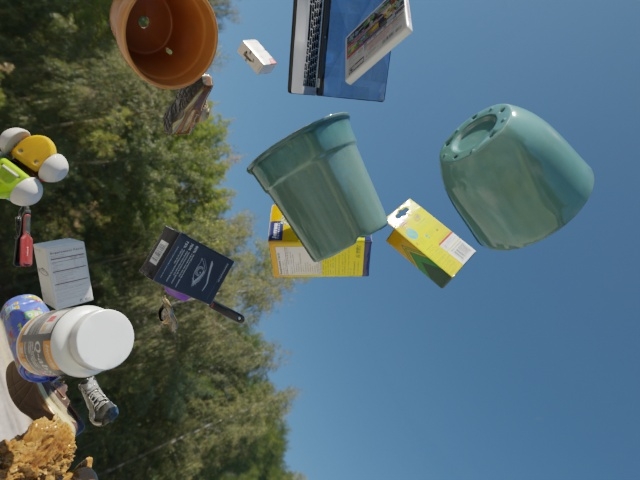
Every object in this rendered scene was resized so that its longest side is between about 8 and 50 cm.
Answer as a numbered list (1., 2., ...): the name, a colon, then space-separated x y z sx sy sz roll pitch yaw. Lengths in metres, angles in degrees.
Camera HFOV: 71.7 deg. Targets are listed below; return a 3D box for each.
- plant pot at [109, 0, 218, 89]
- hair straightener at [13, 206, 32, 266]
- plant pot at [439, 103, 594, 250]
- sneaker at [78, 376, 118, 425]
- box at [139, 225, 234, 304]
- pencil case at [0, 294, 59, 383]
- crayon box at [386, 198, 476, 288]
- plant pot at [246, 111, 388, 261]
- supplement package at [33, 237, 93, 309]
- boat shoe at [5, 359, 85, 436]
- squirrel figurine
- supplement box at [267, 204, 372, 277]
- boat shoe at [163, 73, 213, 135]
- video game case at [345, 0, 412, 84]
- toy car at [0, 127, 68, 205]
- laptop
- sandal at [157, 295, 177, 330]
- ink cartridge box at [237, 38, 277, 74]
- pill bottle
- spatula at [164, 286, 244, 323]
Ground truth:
1. plant pot: -0.479 -0.623 1.305 0.203 0.290 0.291 38 -44 33
2. hair straightener: -1.027 -0.023 1.508 0.089 0.047 0.231 -7 -93 28
3. plant pot: 0.415 -0.163 1.011 0.235 0.293 0.293 44 -25 -20
4. sneaker: -0.785 0.545 1.533 0.228 0.086 0.132 6 -61 48
5. box: -0.384 0.075 1.288 0.108 0.207 0.153 19 -103 46
6. pencil case: -0.851 0.287 1.320 0.306 0.133 0.119 36 -63 37
7. crayon box: 0.389 0.004 1.635 0.318 0.202 0.081 43 -40 15
8. plant pot: 0.012 -0.137 1.295 0.341 0.341 0.334 -26 -88 58
9. supplement package: -0.740 0.092 1.276 0.105 0.105 0.180 8 -74 42
10. boat shoe: -0.947 0.547 1.539 0.123 0.123 0.342 -43 -94 10
11. squirrel figurine: -0.877 0.764 1.373 0.281 0.370 0.397 26 -75 53
12. supplement box: 0.000 0.000 1.612 0.194 0.356 0.195 89 1 -47
13. boat shoe: -0.483 -0.508 1.675 0.324 0.119 0.123 -29 -117 43
14. video game case: 0.138 -0.510 1.100 0.201 0.023 0.184 -30 -134 40
15. toy car: -0.715 -0.166 1.073 0.159 0.182 0.136 37 -23 -4
16. laptop: 0.083 -0.652 1.410 0.236 0.408 0.382 10 -72 14
17. sandal: -0.533 0.255 1.521 0.072 0.049 0.180 46 -31 25
18. ink cartridge box: -0.263 -0.761 1.837 0.135 0.099 0.056 49 -52 2
19. pill bottle: -0.577 0.238 1.044 0.278 0.162 0.162 -12 -83 35
20. spatula: -0.379 0.197 1.459 0.296 0.084 0.030 27 -3 10
